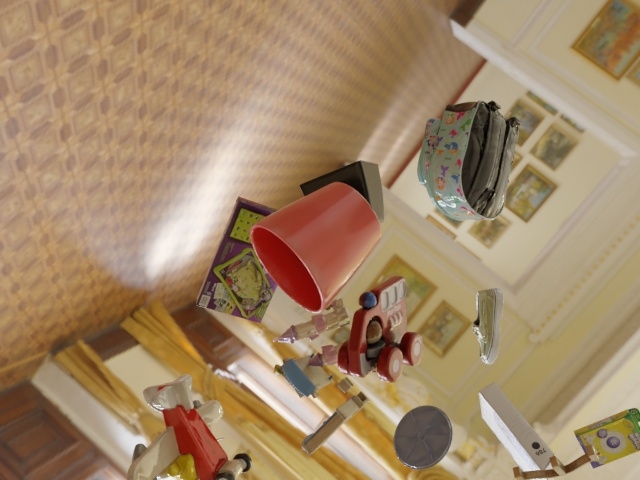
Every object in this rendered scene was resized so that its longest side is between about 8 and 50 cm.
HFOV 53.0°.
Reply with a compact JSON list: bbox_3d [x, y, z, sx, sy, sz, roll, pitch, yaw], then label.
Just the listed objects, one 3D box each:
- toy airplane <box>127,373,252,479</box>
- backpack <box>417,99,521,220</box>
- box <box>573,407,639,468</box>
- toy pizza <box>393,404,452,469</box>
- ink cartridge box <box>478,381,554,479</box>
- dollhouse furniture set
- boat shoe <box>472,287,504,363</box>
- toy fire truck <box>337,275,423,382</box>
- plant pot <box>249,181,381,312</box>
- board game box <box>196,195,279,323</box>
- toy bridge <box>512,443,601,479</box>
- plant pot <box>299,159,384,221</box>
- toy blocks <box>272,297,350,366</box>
[{"bbox_3d":[-0.414,0.595,1.876,0.272,0.386,0.385,-36,-138,20],"label":"toy airplane"},{"bbox_3d":[0.342,-0.173,1.494,0.225,0.191,0.254,22,72,-43],"label":"backpack"},{"bbox_3d":[0.790,0.529,1.721,0.179,0.105,0.043,-29,-178,13],"label":"box"},{"bbox_3d":[0.317,0.607,1.974,0.201,0.201,0.032,-50,129,-7],"label":"toy pizza"},{"bbox_3d":[0.567,0.571,1.797,0.065,0.333,0.165,-26,136,-8],"label":"ink cartridge box"},{"bbox_3d":[-0.031,0.557,2.308,0.198,0.303,0.286,-48,164,16],"label":"dollhouse furniture set"},{"bbox_3d":[0.604,0.311,2.346,0.109,0.094,0.303,-83,174,-72],"label":"boat shoe"},{"bbox_3d":[0.167,0.253,1.846,0.302,0.169,0.254,-20,108,-52],"label":"toy fire truck"},{"bbox_3d":[0.000,0.000,1.580,0.243,0.275,0.275,-40,169,-22],"label":"plant pot"},{"bbox_3d":[-0.205,0.063,1.862,0.056,0.208,0.347,-109,-138,-67],"label":"board game box"},{"bbox_3d":[0.524,0.497,1.411,0.188,0.063,0.026,-26,-140,22],"label":"toy bridge"},{"bbox_3d":[0.078,-0.107,1.782,0.188,0.167,0.187,-19,176,20],"label":"plant pot"},{"bbox_3d":[-0.030,0.287,2.207,0.259,0.309,0.288,-19,168,0],"label":"toy blocks"}]
